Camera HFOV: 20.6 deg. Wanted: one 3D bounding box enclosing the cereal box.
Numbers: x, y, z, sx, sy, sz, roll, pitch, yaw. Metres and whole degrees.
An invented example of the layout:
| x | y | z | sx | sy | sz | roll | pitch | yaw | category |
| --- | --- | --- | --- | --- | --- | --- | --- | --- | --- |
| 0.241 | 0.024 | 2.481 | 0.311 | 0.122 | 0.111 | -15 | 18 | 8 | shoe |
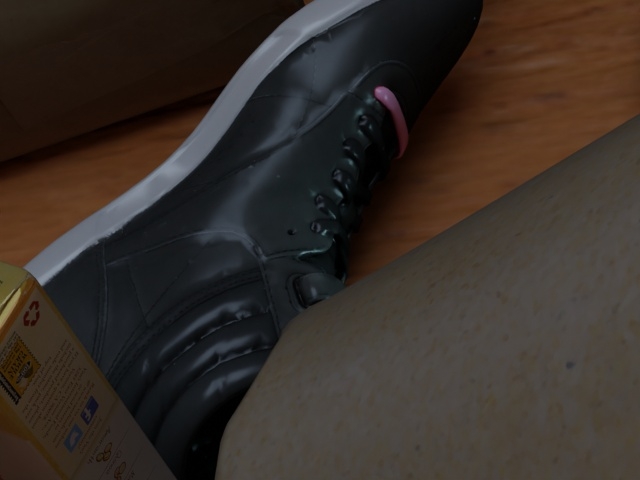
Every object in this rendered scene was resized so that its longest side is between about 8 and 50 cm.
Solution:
| x | y | z | sx | sy | sz | roll | pitch | yaw | category |
| --- | --- | --- | --- | --- | --- | --- | --- | --- | --- |
| -0.148 | 0.065 | 0.685 | 0.173 | 0.240 | 0.047 | 17 | 64 | 24 | cereal box |

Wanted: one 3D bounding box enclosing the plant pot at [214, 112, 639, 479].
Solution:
| x | y | z | sx | sy | sz | roll | pitch | yaw | category |
| --- | --- | --- | --- | --- | --- | --- | --- | --- | --- |
| 0.147 | 0.082 | 0.546 | 0.305 | 0.334 | 0.334 | -24 | 44 | 37 | plant pot |

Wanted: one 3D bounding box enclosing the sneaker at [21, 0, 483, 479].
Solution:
| x | y | z | sx | sy | sz | roll | pitch | yaw | category |
| --- | --- | --- | --- | --- | --- | --- | --- | --- | --- |
| 0.000 | 0.000 | 0.792 | 0.296 | 0.104 | 0.147 | -43 | 58 | -12 | sneaker |

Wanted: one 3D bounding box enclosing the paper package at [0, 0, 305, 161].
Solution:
| x | y | z | sx | sy | sz | roll | pitch | yaw | category |
| --- | --- | --- | --- | --- | --- | --- | --- | --- | --- |
| -0.208 | -0.193 | 0.937 | 0.324 | 0.168 | 0.309 | -20 | 51 | -1 | paper package |
